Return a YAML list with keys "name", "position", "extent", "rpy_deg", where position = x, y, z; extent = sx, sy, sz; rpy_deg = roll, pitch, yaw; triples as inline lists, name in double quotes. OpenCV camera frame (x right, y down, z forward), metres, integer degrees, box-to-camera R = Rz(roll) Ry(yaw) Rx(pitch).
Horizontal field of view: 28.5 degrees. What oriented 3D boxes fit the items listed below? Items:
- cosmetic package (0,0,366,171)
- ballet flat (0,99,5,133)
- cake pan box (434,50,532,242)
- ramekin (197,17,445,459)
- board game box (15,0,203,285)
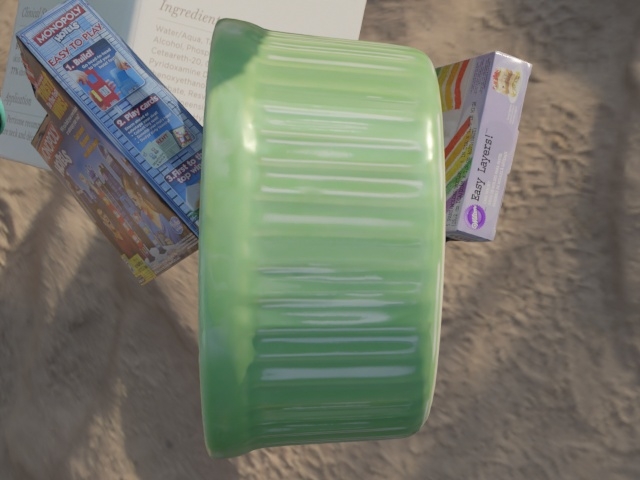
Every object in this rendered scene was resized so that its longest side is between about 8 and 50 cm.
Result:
- name: "cosmetic package"
  position: [-0.176, -0.254, 1.597]
  extent: [0.327, 0.329, 0.394]
  rpy_deg: [9, 94, -38]
- name: "ballet flat"
  position: [-0.484, -0.235, 1.311]
  extent: [0.139, 0.139, 0.400]
  rpy_deg: [-36, 75, -10]
- name: "cake pan box"
  position: [0.182, -0.119, 1.786]
  extent: [0.070, 0.246, 0.267]
  rpy_deg: [15, 84, -22]
- name: "ramekin"
  position: [0.000, 0.000, 0.879]
  extent: [0.148, 0.303, 0.303]
  rpy_deg: [1, 97, -1]
- name: "board game box"
  position: [-0.147, -0.072, 0.920]
  extent: [0.060, 0.194, 0.194]
  rpy_deg: [-38, 95, -23]
